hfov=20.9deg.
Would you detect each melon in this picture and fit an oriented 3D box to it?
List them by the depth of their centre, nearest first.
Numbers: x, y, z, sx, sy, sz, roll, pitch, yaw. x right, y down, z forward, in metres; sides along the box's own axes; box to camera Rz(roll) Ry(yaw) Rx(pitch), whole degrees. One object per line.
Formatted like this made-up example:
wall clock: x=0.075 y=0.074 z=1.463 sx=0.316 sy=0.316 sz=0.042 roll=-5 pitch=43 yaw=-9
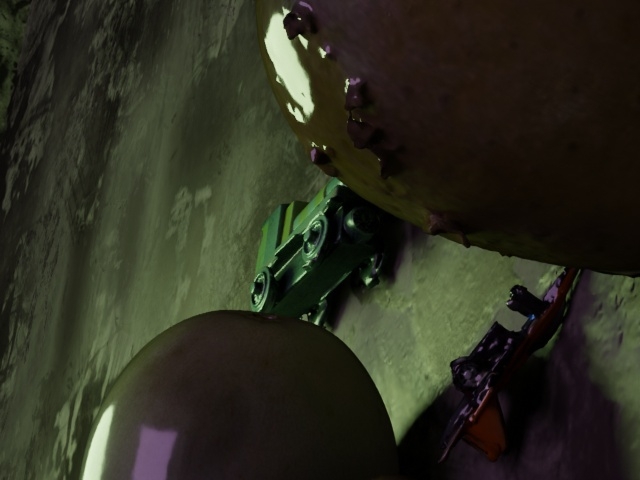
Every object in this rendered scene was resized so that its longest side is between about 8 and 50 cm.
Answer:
melon: x=-0.070 y=0.223 z=1.396 sx=0.268 sy=0.268 sz=0.330 roll=-161 pitch=80 yaw=-67

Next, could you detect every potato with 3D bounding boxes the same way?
potato: x=0.122 y=-0.214 z=1.142 sx=0.442 sy=0.319 sz=0.385 roll=-65 pitch=34 yaw=19

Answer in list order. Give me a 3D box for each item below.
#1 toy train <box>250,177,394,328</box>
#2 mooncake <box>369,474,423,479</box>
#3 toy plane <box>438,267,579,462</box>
toy train: x=0.001 y=0.000 z=1.620 sx=0.200 sy=0.083 sz=0.132 roll=-42 pitch=35 yaw=50
mooncake: x=0.082 y=0.306 z=1.132 sx=0.284 sy=0.155 sz=0.284 roll=-42 pitch=40 yaw=51
toy plane: x=0.136 y=0.079 z=1.280 sx=0.135 sy=0.062 sz=0.188 roll=-50 pitch=-18 yaw=-81
